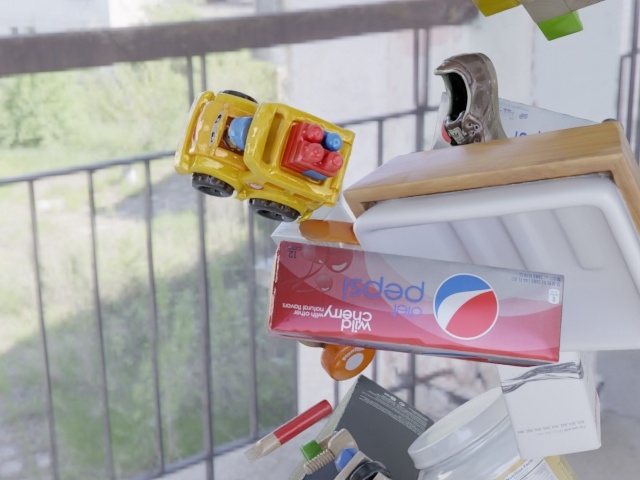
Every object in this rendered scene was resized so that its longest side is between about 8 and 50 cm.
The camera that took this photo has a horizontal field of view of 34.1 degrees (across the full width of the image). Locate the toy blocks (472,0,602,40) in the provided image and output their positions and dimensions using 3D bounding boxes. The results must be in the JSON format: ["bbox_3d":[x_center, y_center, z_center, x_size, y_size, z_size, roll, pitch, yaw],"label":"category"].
[{"bbox_3d":[0.236,-0.449,1.236,0.191,0.261,0.381,-15,-26,27],"label":"toy blocks"}]

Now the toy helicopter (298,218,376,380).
[{"bbox_3d":[0.097,0.023,1.497,0.355,0.235,0.140,-31,50,-16],"label":"toy helicopter"}]

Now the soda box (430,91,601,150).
[{"bbox_3d":[0.296,-0.142,1.497,0.286,0.098,0.091,6,6,-36],"label":"soda box"}]

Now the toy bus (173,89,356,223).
[{"bbox_3d":[-0.063,-0.123,1.413,0.220,0.149,0.211,21,-11,-21],"label":"toy bus"}]

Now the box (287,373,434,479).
[{"bbox_3d":[0.032,0.477,1.931,0.179,0.343,0.312,33,21,3],"label":"box"}]

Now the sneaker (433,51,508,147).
[{"bbox_3d":[0.168,-0.114,1.161,0.071,0.188,0.066,-14,-1,-33],"label":"sneaker"}]

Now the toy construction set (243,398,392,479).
[{"bbox_3d":[-0.007,0.402,1.404,0.237,0.257,0.309,-30,66,-15],"label":"toy construction set"}]

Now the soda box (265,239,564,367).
[{"bbox_3d":[0.084,0.061,0.961,0.263,0.083,0.092,7,-10,-4],"label":"soda box"}]

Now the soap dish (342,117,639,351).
[{"bbox_3d":[0.197,0.002,1.022,0.291,0.229,0.118,-6,42,37],"label":"soap dish"}]

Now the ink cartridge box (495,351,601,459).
[{"bbox_3d":[0.312,0.145,1.481,0.115,0.273,0.198,-13,8,17],"label":"ink cartridge box"}]

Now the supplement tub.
[{"bbox_3d":[0.309,0.423,1.704,0.228,0.316,0.228,-34,-4,-3],"label":"supplement tub"}]

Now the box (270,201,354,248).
[{"bbox_3d":[0.000,0.000,1.642,0.101,0.102,0.087,5,50,52],"label":"box"}]
